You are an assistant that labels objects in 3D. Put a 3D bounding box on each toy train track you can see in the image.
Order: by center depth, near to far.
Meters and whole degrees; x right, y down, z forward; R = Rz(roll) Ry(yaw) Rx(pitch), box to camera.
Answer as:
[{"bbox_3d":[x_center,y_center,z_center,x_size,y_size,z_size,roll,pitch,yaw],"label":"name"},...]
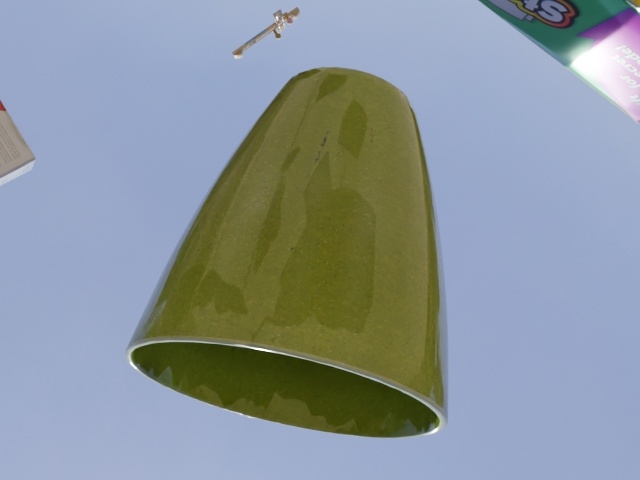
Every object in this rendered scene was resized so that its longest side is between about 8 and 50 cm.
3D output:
[{"bbox_3d":[-0.054,-0.213,0.857,0.014,0.083,0.048,54,178,9],"label":"toy train track"}]

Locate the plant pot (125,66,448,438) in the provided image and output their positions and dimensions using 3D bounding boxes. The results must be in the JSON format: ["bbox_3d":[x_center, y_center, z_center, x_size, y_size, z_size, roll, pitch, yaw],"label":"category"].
[{"bbox_3d":[0.000,0.000,0.751,0.275,0.275,0.293,16,-113,-6],"label":"plant pot"}]

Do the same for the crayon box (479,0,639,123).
[{"bbox_3d":[0.154,-0.302,0.493,0.363,0.313,0.106,32,167,-15],"label":"crayon box"}]

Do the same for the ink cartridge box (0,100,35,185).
[{"bbox_3d":[-0.325,-0.074,0.686,0.135,0.056,0.099,-32,-83,-22],"label":"ink cartridge box"}]
